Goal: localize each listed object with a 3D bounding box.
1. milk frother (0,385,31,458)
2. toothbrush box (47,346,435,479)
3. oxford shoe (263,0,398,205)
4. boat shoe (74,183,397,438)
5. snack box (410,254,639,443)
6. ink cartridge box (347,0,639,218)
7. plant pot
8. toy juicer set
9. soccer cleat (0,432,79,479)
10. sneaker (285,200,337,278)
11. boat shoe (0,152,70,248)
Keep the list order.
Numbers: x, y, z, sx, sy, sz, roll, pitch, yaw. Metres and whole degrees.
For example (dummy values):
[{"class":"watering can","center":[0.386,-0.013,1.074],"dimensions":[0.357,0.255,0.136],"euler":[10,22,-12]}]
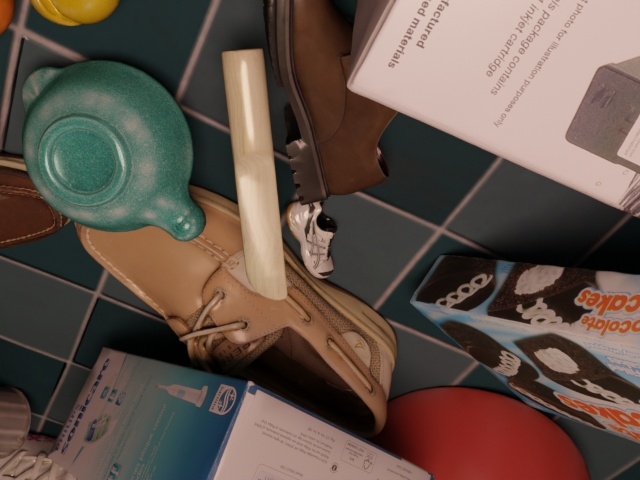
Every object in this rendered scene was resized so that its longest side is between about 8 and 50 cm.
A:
[{"class":"milk frother","center":[-0.379,0.159,0.773],"dimensions":[0.143,0.129,0.135],"euler":[-38,158,1]},{"class":"toothbrush box","center":[-0.084,0.205,0.646],"dimensions":[0.216,0.126,0.296],"euler":[35,159,-32]},{"class":"oxford shoe","center":[0.012,-0.127,0.492],"dimensions":[0.096,0.082,0.227],"euler":[-8,137,4]},{"class":"boat shoe","center":[-0.068,0.063,0.634],"dimensions":[0.341,0.110,0.121],"euler":[31,127,-17]},{"class":"snack box","center":[0.232,0.096,0.532],"dimensions":[0.187,0.060,0.322],"euler":[40,164,-23]},{"class":"ink cartridge box","center":[0.164,-0.117,0.395],"dimensions":[0.273,0.198,0.114],"euler":[21,128,-12]},{"class":"plant pot","center":[0.134,0.326,0.704],"dimensions":[0.275,0.243,0.274],"euler":[7,118,12]},{"class":"toy juicer set","center":[-0.154,-0.101,0.529],"dimensions":[0.329,0.089,0.209],"euler":[17,108,-1]},{"class":"soccer cleat","center":[-0.295,0.288,0.846],"dimensions":[0.331,0.116,0.143],"euler":[15,147,-15]},{"class":"sneaker","center":[0.000,0.000,0.624],"dimensions":[0.037,0.032,0.083],"euler":[-12,128,17]},{"class":"boat shoe","center":[-0.343,-0.011,0.618],"dimensions":[0.258,0.095,0.095],"euler":[-5,129,11]}]
